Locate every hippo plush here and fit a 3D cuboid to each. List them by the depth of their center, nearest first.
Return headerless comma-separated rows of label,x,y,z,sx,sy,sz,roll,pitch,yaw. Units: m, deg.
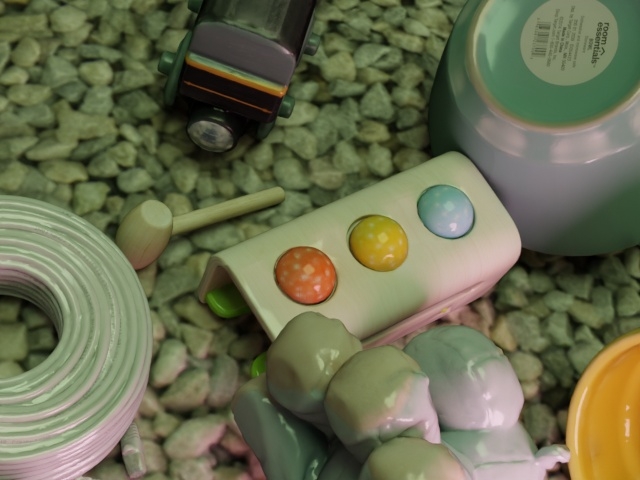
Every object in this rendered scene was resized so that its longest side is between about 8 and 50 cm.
hippo plush,0.097,0.180,1.114,0.236,0.234,0.294,-14,82,-33

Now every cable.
cable,-0.268,0.084,1.155,0.257,0.089,0.257,2,61,-17

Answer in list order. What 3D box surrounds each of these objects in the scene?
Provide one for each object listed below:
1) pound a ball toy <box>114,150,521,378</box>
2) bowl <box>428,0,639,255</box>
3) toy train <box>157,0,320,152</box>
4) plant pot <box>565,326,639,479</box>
pound a ball toy,0.000,0.000,1.263,0.319,0.136,0.208,-23,71,-28
bowl,0.239,-0.154,1.317,0.311,0.163,0.312,-5,72,16
toy train,-0.053,-0.246,1.351,0.142,0.190,0.334,21,58,-6
plant pot,0.390,0.173,1.241,0.239,0.254,0.254,-14,66,-42
